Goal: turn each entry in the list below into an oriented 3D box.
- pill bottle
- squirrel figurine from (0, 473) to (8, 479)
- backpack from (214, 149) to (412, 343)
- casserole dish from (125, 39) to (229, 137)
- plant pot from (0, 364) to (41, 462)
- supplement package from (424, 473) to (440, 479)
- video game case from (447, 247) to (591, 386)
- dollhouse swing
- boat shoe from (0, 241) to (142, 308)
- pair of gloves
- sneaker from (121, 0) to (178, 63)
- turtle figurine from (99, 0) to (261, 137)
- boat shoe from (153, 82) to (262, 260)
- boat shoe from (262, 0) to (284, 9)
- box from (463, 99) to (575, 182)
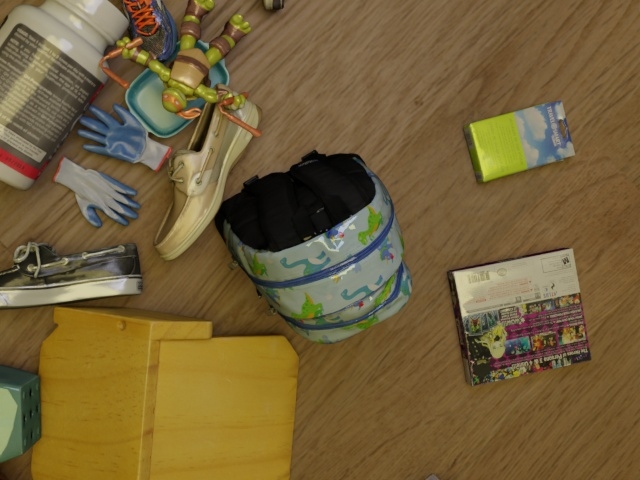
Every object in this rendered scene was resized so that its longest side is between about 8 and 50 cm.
[{"bbox_3d":[-0.444,-0.252,1.287,0.176,0.176,0.319,35,86,-7],"label":"pill bottle"},{"bbox_3d":[-0.545,0.558,1.274,0.397,0.281,0.371,30,76,-22],"label":"squirrel figurine"},{"bbox_3d":[0.000,0.000,1.269,0.290,0.355,0.273,-22,95,-8],"label":"backpack"},{"bbox_3d":[-0.241,-0.256,1.389,0.188,0.037,0.114,-43,97,-5],"label":"casserole dish"},{"bbox_3d":[-0.563,0.272,1.272,0.234,0.166,0.166,-1,91,-4],"label":"plant pot"},{"bbox_3d":[0.233,0.586,1.401,0.177,0.175,0.293,-37,96,-8],"label":"supplement package"},{"bbox_3d":[0.359,0.136,1.481,0.232,0.042,0.210,-11,92,-8],"label":"video game case"},{"bbox_3d":[-0.254,0.291,1.383,0.315,0.305,0.347,4,91,33],"label":"dollhouse swing"},{"bbox_3d":[-0.446,0.052,1.325,0.306,0.113,0.105,-6,85,-11],"label":"boat shoe"},{"bbox_3d":[-0.350,-0.120,1.364,0.159,0.023,0.198,30,98,-4],"label":"pair of gloves"},{"bbox_3d":[-0.298,-0.393,1.342,0.083,0.087,0.221,-18,88,9],"label":"sneaker"},{"bbox_3d":[-0.191,-0.272,1.306,0.269,0.087,0.217,23,64,-1],"label":"turtle figurine"},{"bbox_3d":[-0.205,-0.113,1.348,0.098,0.109,0.302,32,80,-30],"label":"boat shoe"},{"bbox_3d":[-0.037,-0.523,1.385,0.092,0.103,0.285,12,83,-4],"label":"boat shoe"},{"bbox_3d":[0.356,-0.178,1.476,0.178,0.042,0.109,-16,94,-8],"label":"box"}]
